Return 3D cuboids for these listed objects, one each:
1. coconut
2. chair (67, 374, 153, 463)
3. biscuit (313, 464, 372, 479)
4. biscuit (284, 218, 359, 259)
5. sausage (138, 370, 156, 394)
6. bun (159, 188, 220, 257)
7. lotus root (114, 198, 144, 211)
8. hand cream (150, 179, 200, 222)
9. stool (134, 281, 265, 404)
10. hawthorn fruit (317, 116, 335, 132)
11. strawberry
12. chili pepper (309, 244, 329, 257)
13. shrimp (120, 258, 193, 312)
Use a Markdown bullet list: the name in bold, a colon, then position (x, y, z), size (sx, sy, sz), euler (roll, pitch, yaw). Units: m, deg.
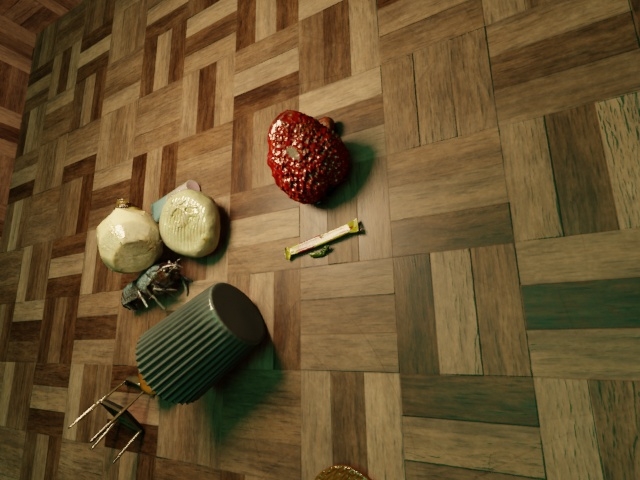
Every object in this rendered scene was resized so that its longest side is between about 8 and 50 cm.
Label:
- **coconut**: position (-0.754, -0.009, 1.585), size (0.245, 0.245, 0.247), euler (-52, 48, 11)
- **chair**: position (-0.794, 0.695, 1.589), size (0.188, 0.166, 0.272), euler (5, 39, 33)
- **biscuit**: position (0.073, 0.760, 1.108), size (0.262, 0.037, 0.261), euler (-7, 76, 30)
- **biscuit**: position (0.000, 0.000, 1.332), size (0.292, 0.026, 0.048), euler (-22, 65, 27)
- **sausage**: position (-0.633, 0.472, 1.556), size (0.136, 0.120, 0.241), euler (-19, 69, 11)
- **bun**: position (-0.495, -0.066, 1.573), size (0.273, 0.168, 0.272), euler (-1, 88, 23)
- **lotus root**: position (-0.824, -0.032, 1.777), size (0.169, 0.141, 0.314), euler (-27, 75, 27)
- **hand cream**: position (-0.649, -0.165, 1.758), size (0.312, 0.070, 0.111), euler (-23, 69, 34)
- **stool**: position (-0.389, 0.330, 1.346), size (0.330, 0.297, 0.297), euler (-40, 62, 14)
- **hawthorn fruit**: position (0.019, -0.388, 1.388), size (0.077, 0.077, 0.077), euler (-8, 75, 30)
- **strawberry**: position (-0.050, -0.260, 1.294), size (0.261, 0.258, 0.260), euler (-3, 80, 19)
- **chili pepper**: position (0.000, 0.038, 1.328), size (0.083, 0.022, 0.027), euler (-26, 68, 28)
- **shrimp**: position (-0.681, 0.186, 1.635), size (0.411, 0.166, 0.221), euler (-20, 42, 21)
